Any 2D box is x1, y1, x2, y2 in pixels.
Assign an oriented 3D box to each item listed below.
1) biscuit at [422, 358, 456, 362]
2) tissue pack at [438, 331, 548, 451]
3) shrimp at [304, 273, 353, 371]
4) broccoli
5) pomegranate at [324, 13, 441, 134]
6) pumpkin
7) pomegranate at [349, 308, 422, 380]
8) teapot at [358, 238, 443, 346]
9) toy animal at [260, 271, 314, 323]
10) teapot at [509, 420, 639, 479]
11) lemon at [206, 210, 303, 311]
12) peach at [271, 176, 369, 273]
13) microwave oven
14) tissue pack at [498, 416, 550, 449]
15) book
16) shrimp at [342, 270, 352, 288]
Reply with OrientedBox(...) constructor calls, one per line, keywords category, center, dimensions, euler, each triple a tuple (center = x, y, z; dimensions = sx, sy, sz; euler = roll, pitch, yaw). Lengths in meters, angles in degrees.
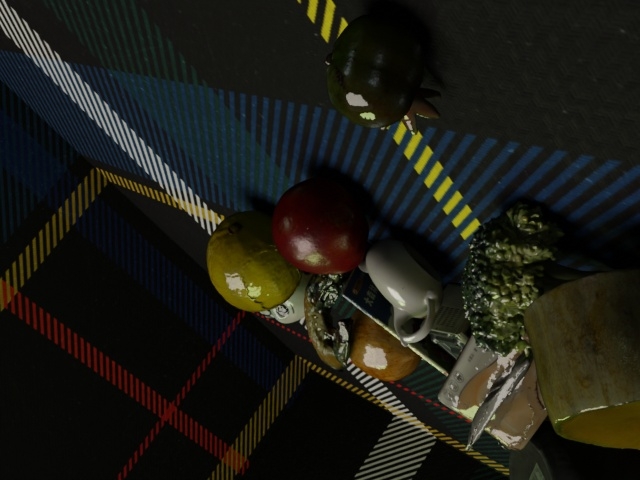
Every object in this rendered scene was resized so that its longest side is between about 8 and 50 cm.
OrientedBox(category="biscuit", center=(0.328, 0.338, 2.458), dimensions=(0.212, 0.036, 0.212), euler=(17, 178, 1))
OrientedBox(category="tissue pack", center=(0.371, 0.261, 1.646), dimensions=(0.238, 0.238, 0.306), euler=(32, 133, 14))
OrientedBox(category="shrimp", center=(0.030, 0.186, 2.273), dimensions=(0.445, 0.085, 0.272), euler=(105, 149, -49))
OrientedBox(category="broccoli", center=(0.364, 0.065, 1.424), dimensions=(0.243, 0.263, 0.247), euler=(7, -172, 22))
OrientedBox(category="pomegranate", center=(0.092, -0.226, 1.188), dimensions=(0.131, 0.152, 0.191), euler=(15, 176, 40))
OrientedBox(category="pumpkin", center=(0.470, 0.200, 1.246), dimensions=(0.332, 0.199, 0.332), euler=(8, 147, 5))
OrientedBox(category="pomegranate", center=(0.179, 0.264, 2.309), dimensions=(0.248, 0.248, 0.248), euler=(34, 165, 10))
OrientedBox(category="teapot", center=(0.181, 0.098, 1.864), dimensions=(0.204, 0.139, 0.298), euler=(40, -166, -33))
OrientedBox(category="toy animal", center=(-0.121, 0.159, 2.704), dimensions=(0.212, 0.213, 0.266), euler=(40, 169, -13))
OrientedBox(category="teapot", center=(0.599, 0.473, 1.776), dimensions=(0.253, 0.343, 0.300), euler=(-132, 40, -66))
OrientedBox(category="lemon", center=(-0.187, 0.061, 2.408), dimensions=(0.297, 0.297, 0.297), euler=(34, 165, 10))
OrientedBox(category="peach", center=(0.003, -0.024, 1.860), dimensions=(0.243, 0.199, 0.243), euler=(39, 161, 17))
OrientedBox(category="microwave oven", center=(0.375, 0.227, 1.923), dimensions=(0.240, 0.145, 0.194), euler=(41, 161, -20))
OrientedBox(category="tissue pack", center=(0.521, 0.417, 2.077), dimensions=(0.134, 0.192, 0.271), euler=(37, 166, 2))
OrientedBox(category="book", center=(0.206, 0.159, 2.006), dimensions=(0.322, 0.228, 0.018), euler=(38, 126, -7))
OrientedBox(category="shrimp", center=(0.049, 0.094, 2.392), dimensions=(0.233, 0.079, 0.090), euler=(19, 122, 55))
